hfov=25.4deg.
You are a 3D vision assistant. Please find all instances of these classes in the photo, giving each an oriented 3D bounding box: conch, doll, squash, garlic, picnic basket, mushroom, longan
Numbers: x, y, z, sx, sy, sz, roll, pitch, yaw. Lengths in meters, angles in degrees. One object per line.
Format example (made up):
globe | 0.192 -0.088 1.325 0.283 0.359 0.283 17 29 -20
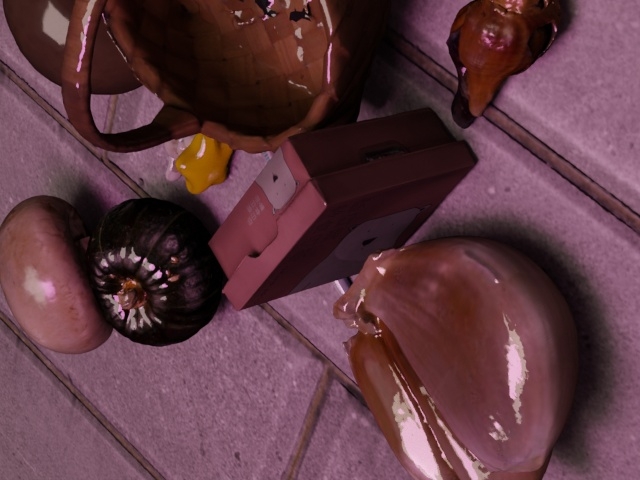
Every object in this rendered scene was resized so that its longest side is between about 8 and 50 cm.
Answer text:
conch | 0.160 -0.188 1.343 0.233 0.080 0.086 -41 71 50
doll | -0.165 -0.112 1.742 0.113 0.071 0.135 62 145 14
squash | -0.212 0.041 1.803 0.193 0.156 0.193 28 150 17
garlic | 0.153 0.124 1.473 0.325 0.132 0.279 50 138 20
picnic basket | -0.128 -0.222 1.398 0.337 0.337 0.293 37 131 28
mushroom | -0.344 0.042 1.930 0.226 0.178 0.226 62 174 12
longan | -0.274 -0.270 1.676 0.220 0.196 0.196 54 139 2

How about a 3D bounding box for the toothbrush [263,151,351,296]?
toothbrush | 0.000 0.000 1.655 0.269 0.021 0.027 61 152 4

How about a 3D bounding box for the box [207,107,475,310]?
box | 0.015 -0.035 1.474 0.086 0.215 0.215 59 140 18
